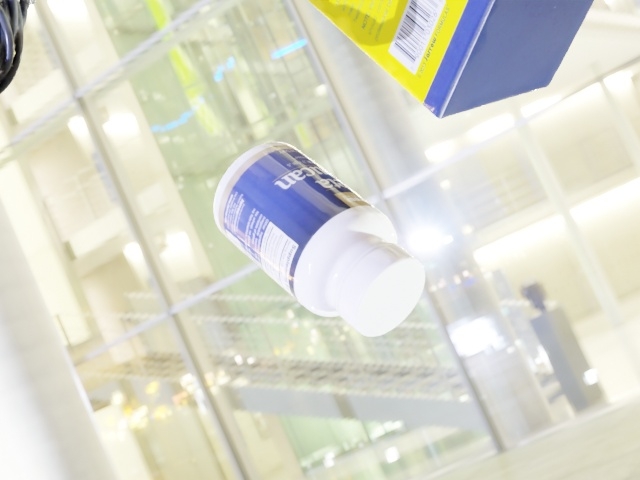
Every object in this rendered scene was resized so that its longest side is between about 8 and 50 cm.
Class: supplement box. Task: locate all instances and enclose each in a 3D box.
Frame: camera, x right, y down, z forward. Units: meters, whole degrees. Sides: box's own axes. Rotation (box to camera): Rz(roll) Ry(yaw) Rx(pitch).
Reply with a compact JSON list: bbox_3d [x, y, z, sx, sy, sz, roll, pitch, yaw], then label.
[{"bbox_3d":[0.108,-0.328,1.226,0.194,0.356,0.195,-21,-34,-39],"label":"supplement box"}]

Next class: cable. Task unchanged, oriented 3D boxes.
[{"bbox_3d":[-0.304,-0.172,0.964,0.150,0.184,0.047,-36,-45,20],"label":"cable"}]

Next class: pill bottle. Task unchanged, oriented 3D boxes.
[{"bbox_3d":[0.000,0.000,0.876,0.094,0.169,0.094,-28,-42,-28],"label":"pill bottle"}]
